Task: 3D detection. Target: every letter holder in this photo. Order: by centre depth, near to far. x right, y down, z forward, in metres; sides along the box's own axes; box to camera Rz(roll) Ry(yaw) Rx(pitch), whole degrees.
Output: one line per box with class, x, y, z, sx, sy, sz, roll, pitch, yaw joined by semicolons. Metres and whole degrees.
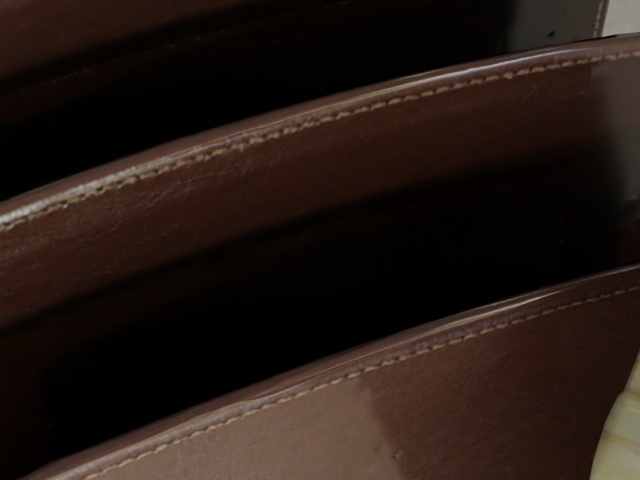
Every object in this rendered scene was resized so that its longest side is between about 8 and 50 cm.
letter holder;0.000;0.000;0.431;0.214;0.302;0.152;90;-22;-47

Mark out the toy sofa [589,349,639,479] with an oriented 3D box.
toy sofa;0.180;0.142;0.447;0.150;0.362;0.177;18;-115;23
